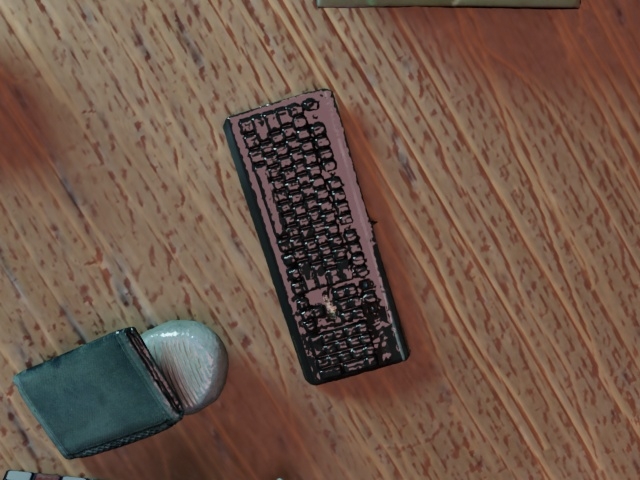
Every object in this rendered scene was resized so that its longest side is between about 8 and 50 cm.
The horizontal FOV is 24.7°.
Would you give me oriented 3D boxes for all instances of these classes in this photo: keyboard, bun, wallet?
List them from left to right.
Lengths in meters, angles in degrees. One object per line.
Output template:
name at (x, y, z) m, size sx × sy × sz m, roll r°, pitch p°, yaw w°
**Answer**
wallet at (-0.169, 0.120, 1.130) m, size 0.129 × 0.026 × 0.088 m, roll -23°, pitch 103°, yaw 32°
bun at (-0.108, 0.098, 1.136) m, size 0.083 × 0.045 × 0.083 m, roll 4°, pitch 105°, yaw 15°
keyboard at (0.000, 0.000, 1.135) m, size 0.094 × 0.025 × 0.230 m, roll -17°, pitch 104°, yaw 4°

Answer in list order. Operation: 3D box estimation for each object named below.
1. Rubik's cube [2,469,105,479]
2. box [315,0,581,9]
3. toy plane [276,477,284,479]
Rubik's cube at (-0.213, 0.243, 1.145) m, size 0.092 × 0.092 × 0.092 m, roll 7°, pitch 103°, yaw -5°
box at (0.092, -0.305, 0.975) m, size 0.198 × 0.084 × 0.310 m, roll 0°, pitch 129°, yaw -3°
toy plane at (-0.103, 0.283, 1.114) m, size 0.118 × 0.252 × 0.252 m, roll 35°, pitch 101°, yaw 26°
